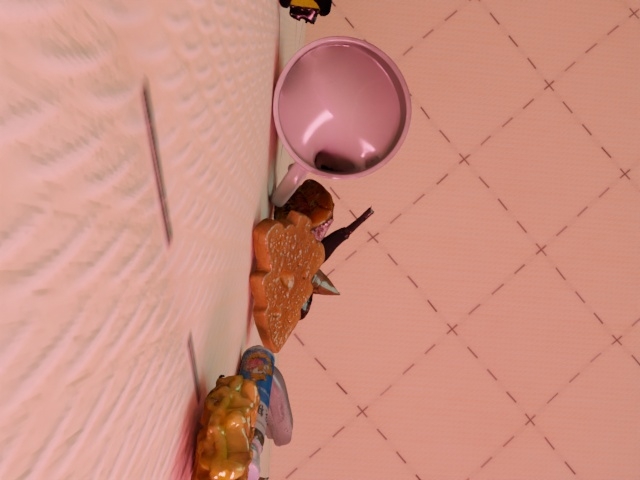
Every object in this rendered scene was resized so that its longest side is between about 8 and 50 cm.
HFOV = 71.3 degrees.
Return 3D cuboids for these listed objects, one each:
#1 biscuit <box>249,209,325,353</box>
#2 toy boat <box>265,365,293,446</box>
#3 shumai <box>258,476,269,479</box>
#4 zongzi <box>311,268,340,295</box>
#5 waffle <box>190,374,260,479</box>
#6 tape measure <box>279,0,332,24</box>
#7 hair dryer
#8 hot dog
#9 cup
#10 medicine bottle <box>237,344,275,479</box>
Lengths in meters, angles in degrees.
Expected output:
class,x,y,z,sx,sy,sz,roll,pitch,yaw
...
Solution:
class,x,y,z,sx,sy,sz,roll,pitch,yaw
biscuit,-0.062,0.067,0.747,0.212,0.041,0.239,27,75,-63
toy boat,-0.117,0.383,1.049,0.078,0.084,0.261,-91,175,-58
shumai,-0.090,0.520,0.769,0.201,0.120,0.202,-172,-90,-87
zongzi,-0.032,0.079,0.856,0.081,0.178,0.189,-59,-175,5
waffle,-0.082,0.201,0.378,0.194,0.051,0.149,105,-10,-51
tape measure,-0.013,-0.507,0.754,0.199,0.112,0.186,119,-17,-71
hair dryer,0.000,0.000,1.070,0.359,0.120,0.304,-39,-141,34
hot dog,-0.039,-0.069,1.024,0.268,0.144,0.075,-105,176,-63
cup,0.006,-0.224,0.960,0.357,0.259,0.274,-54,-172,8
medicine bottle,-0.091,0.214,0.574,0.191,0.051,0.051,-91,-174,-63
